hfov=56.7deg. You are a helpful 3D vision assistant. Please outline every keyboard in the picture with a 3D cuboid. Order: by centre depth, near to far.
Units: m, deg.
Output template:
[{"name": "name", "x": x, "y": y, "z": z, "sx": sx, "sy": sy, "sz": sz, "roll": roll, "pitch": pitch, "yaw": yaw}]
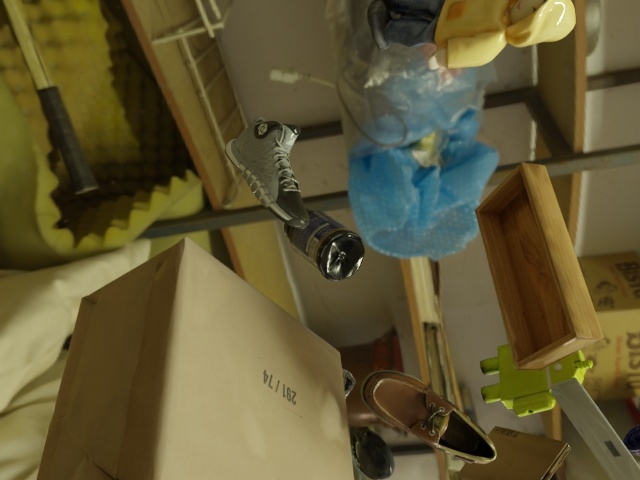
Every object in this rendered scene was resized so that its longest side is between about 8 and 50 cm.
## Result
[{"name": "keyboard", "x": 0.483, "y": 0.349, "z": 0.992, "sx": 0.256, "sy": 0.014, "sz": 0.072, "roll": 58, "pitch": -32, "yaw": 14}]

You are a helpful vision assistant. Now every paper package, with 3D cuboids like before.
[{"name": "paper package", "x": -0.110, "y": 0.212, "z": 0.660, "sx": 0.325, "sy": 0.168, "sz": 0.310, "roll": 44, "pitch": 28, "yaw": -40}]

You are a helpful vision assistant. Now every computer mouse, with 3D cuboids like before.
[{"name": "computer mouse", "x": 0.050, "y": 0.359, "z": 1.047, "sx": 0.242, "sy": 0.041, "sz": 0.071, "roll": 1, "pitch": -79, "yaw": 62}]

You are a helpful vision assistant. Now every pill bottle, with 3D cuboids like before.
[{"name": "pill bottle", "x": 0.000, "y": 0.000, "z": 1.402, "sx": 0.219, "sy": 0.122, "sz": 0.123, "roll": 37, "pitch": -31, "yaw": 54}]

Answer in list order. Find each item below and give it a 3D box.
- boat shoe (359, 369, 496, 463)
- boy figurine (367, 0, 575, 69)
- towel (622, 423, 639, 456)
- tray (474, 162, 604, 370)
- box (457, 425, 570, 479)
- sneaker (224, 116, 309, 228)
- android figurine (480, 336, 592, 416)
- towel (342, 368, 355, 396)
[{"name": "boat shoe", "x": 0.226, "y": 0.354, "z": 1.198, "sx": 0.111, "sy": 0.307, "sz": 0.104, "roll": -64, "pitch": -165, "yaw": -11}, {"name": "boy figurine", "x": 0.210, "y": -0.315, "z": 0.850, "sx": 0.177, "sy": 0.285, "sz": 0.092, "roll": -61, "pitch": 144, "yaw": -18}, {"name": "towel", "x": 0.794, "y": 0.425, "z": 1.157, "sx": 0.227, "sy": 0.308, "sz": 0.076, "roll": -45, "pitch": -160, "yaw": 60}, {"name": "tray", "x": 0.466, "y": 0.055, "z": 1.309, "sx": 0.203, "sy": 0.076, "sz": 0.411, "roll": 122, "pitch": -32, "yaw": -55}, {"name": "box", "x": 0.424, "y": 0.490, "z": 1.314, "sx": 0.164, "sy": 0.201, "sz": 0.021, "roll": -38, "pitch": 105, "yaw": -29}, {"name": "sneaker", "x": -0.069, "y": -0.137, "z": 1.053, "sx": 0.229, "sy": 0.132, "sz": 0.086, "roll": 49, "pitch": 16, "yaw": 21}, {"name": "android figurine", "x": 0.521, "y": 0.311, "z": 1.445, "sx": 0.056, "sy": 0.272, "sz": 0.248, "roll": 47, "pitch": 37, "yaw": -27}, {"name": "towel", "x": -0.046, "y": 0.411, "z": 1.444, "sx": 0.284, "sy": 0.121, "sz": 0.235, "roll": -56, "pitch": -178, "yaw": -8}]
